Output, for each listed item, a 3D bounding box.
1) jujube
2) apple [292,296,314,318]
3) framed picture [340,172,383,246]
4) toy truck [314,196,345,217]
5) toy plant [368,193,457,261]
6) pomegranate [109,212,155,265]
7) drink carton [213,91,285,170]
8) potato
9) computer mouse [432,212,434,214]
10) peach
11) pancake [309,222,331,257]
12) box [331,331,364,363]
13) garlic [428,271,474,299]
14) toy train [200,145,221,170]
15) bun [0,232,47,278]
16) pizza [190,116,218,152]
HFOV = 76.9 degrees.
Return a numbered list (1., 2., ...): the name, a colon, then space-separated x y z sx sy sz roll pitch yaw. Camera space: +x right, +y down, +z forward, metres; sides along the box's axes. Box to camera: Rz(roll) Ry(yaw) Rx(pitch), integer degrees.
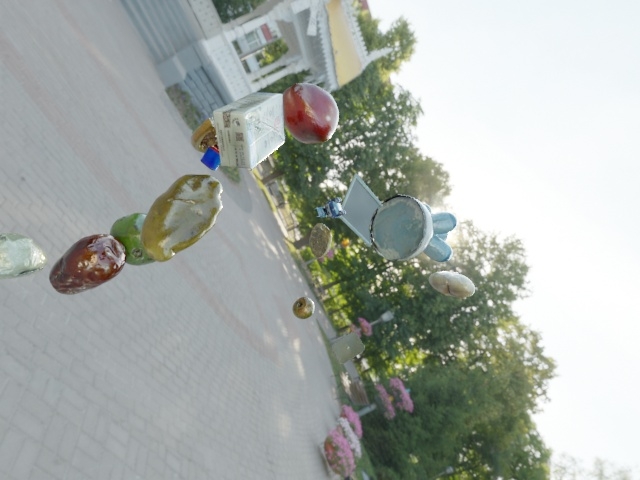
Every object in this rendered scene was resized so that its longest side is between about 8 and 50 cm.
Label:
1. jujube: -0.958 0.102 1.658 0.223 0.317 0.223 55 17 -25
2. apple: -0.065 0.266 1.574 0.074 0.089 0.090 52 5 -25
3. framed picture: 0.178 -0.126 1.735 0.017 0.217 0.274 5 -27 42
4. toy truck: 0.030 -0.097 1.249 0.136 0.074 0.063 -15 87 -78
5. toy plant: 0.364 -0.030 1.462 0.332 0.247 0.247 7 46 -43
6. pomegranate: -0.829 -0.017 1.853 0.254 0.254 0.271 64 3 -46
7. drink carton: -0.245 -0.404 1.451 0.325 0.131 0.195 -61 154 -55
8. potato: -0.482 -0.084 1.405 0.196 0.176 0.369 51 51 -28
9. computer mouse: 0.501 -0.089 1.775 0.110 0.056 0.032 13 26 -29
10. peach: -0.054 -0.566 1.803 0.274 0.248 0.246 36 25 -38
11. pancake: -0.001 0.000 1.750 0.151 0.025 0.152 -9 -102 54
12. box: 0.109 0.438 1.642 0.091 0.125 0.031 57 -20 11
13. garlic: 0.500 0.163 1.520 0.124 0.099 0.174 17 -6 -36
14. toy train: -0.446 -0.401 1.768 0.082 0.131 0.204 33 22 -17
15. bun: -0.942 0.044 1.179 0.239 0.238 0.142 -144 -130 -89
16. pizza: -0.432 -0.400 1.554 0.271 0.134 0.056 -21 -96 54
